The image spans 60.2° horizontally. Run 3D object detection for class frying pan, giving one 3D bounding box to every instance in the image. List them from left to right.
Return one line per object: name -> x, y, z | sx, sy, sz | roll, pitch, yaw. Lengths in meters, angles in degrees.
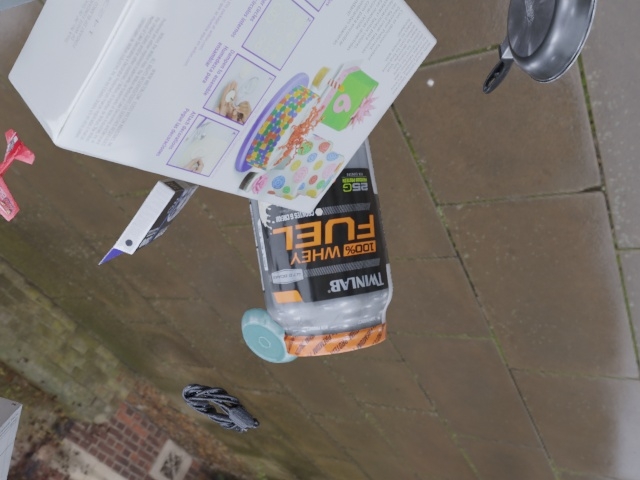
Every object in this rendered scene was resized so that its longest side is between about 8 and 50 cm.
frying pan -> 0.309, -0.337, 0.843 | 0.053, 0.326, 0.197 | -1, 100, -9

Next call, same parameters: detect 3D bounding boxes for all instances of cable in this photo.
cable -> -0.227, 0.363, 1.210 | 0.184, 0.047, 0.151 | 41, 146, -25

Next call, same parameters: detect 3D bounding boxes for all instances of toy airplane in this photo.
toy airplane -> -0.487, -0.107, 0.835 | 0.151, 0.028, 0.151 | 2, 95, 21

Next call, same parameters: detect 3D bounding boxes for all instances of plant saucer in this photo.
plant saucer -> -0.092, 0.170, 0.949 | 0.119, 0.021, 0.119 | 18, 131, 23

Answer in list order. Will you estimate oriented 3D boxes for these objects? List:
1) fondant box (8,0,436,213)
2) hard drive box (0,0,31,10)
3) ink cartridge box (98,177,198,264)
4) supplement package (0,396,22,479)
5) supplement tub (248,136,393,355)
fondant box -> -0.055, -0.165, 0.497 | 0.096, 0.238, 0.330 | 45, -163, 29
hard drive box -> -0.719, -0.487, 1.094 | 0.181, 0.232, 0.089 | 14, 133, 35
ink cartridge box -> -0.348, -0.038, 1.144 | 0.045, 0.208, 0.206 | 38, -172, -6
supplement package -> -0.813, 0.495, 1.286 | 0.134, 0.139, 0.244 | 19, 107, -5
supplement tub -> 0.000, 0.000, 0.821 | 0.194, 0.194, 0.315 | -11, 88, 41
